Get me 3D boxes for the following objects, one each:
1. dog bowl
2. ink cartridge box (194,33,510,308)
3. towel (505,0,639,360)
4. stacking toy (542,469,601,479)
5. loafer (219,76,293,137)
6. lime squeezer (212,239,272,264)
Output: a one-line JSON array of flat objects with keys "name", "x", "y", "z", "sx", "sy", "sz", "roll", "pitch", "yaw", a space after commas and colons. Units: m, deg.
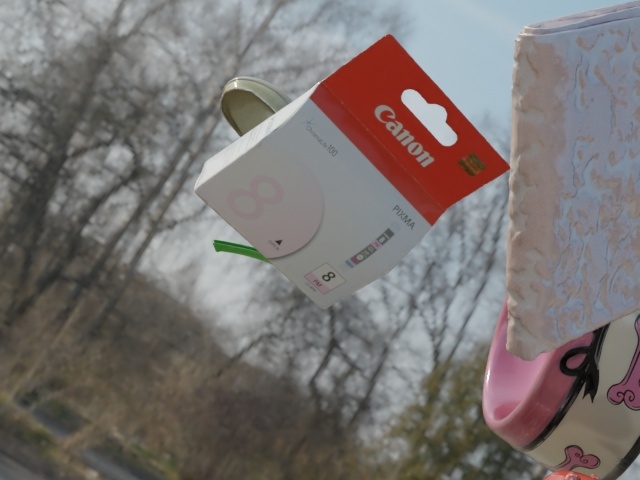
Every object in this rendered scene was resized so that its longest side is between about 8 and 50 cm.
[{"name": "dog bowl", "x": 0.345, "y": 0.114, "z": 1.679, "sx": 0.150, "sy": 0.408, "sz": 0.408, "roll": 19, "pitch": -8, "yaw": -4}, {"name": "ink cartridge box", "x": 0.029, "y": -0.055, "z": 1.185, "sx": 0.232, "sy": 0.066, "sz": 0.189, "roll": -30, "pitch": -61, "yaw": 32}, {"name": "towel", "x": 0.308, "y": -0.073, "z": 1.287, "sx": 0.317, "sy": 0.332, "sz": 0.053, "roll": -17, "pitch": 25, "yaw": -35}, {"name": "stacking toy", "x": 0.173, "y": 0.293, "z": 1.369, "sx": 0.279, "sy": 0.130, "sz": 0.309, "roll": 13, "pitch": -3, "yaw": 23}, {"name": "loafer", "x": -0.068, "y": -0.160, "z": 2.039, "sx": 0.268, "sy": 0.092, "sz": 0.102, "roll": 42, "pitch": -51, "yaw": 13}, {"name": "lime squeezer", "x": 0.000, "y": 0.000, "z": 1.935, "sx": 0.059, "sy": 0.310, "sz": 0.110, "roll": -104, "pitch": 177, "yaw": -76}]
